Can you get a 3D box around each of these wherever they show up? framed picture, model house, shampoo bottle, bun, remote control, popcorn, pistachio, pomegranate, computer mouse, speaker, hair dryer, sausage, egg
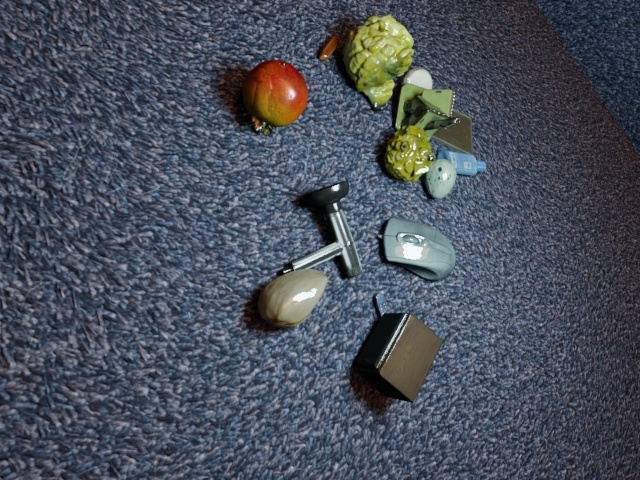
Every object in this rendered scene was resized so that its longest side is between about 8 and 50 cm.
[{"bbox_3d":[0.577,-0.511,2.054,0.289,0.016,0.213,16,67,-29],"label":"framed picture"},{"bbox_3d":[0.458,-0.517,1.788,0.205,0.279,0.218,7,91,-30],"label":"model house"},{"bbox_3d":[0.621,-0.333,2.001,0.259,0.061,0.103,0,75,-33],"label":"shampoo bottle"},{"bbox_3d":[0.396,-0.658,1.938,0.138,0.094,0.138,-8,113,-20],"label":"bun"},{"bbox_3d":[0.218,0.255,1.583,0.044,0.027,0.152,-13,85,-41],"label":"remote control"},{"bbox_3d":[0.344,-0.327,1.745,0.189,0.169,0.218,43,73,-17],"label":"popcorn"},{"bbox_3d":[-0.077,0.167,1.348,0.238,0.138,0.153,-23,77,-31],"label":"pistachio"},{"bbox_3d":[-0.150,-0.450,1.453,0.210,0.210,0.235,23,96,-26],"label":"pomegranate"},{"bbox_3d":[0.226,-0.697,1.745,0.293,0.293,0.236,6,54,-32],"label":"popcorn"},{"bbox_3d":[0.377,0.029,1.703,0.371,0.122,0.188,18,66,-24],"label":"computer mouse"},{"bbox_3d":[0.253,0.368,1.477,0.193,0.153,0.230,41,65,-15],"label":"speaker"},{"bbox_3d":[0.005,-0.017,1.455,0.284,0.156,0.319,-14,92,-46],"label":"hair dryer"},{"bbox_3d":[0.031,-0.730,1.751,0.041,0.039,0.131,44,58,-23],"label":"sausage"},{"bbox_3d":[0.478,-0.248,1.841,0.131,0.131,0.164,18,70,-28],"label":"egg"}]
